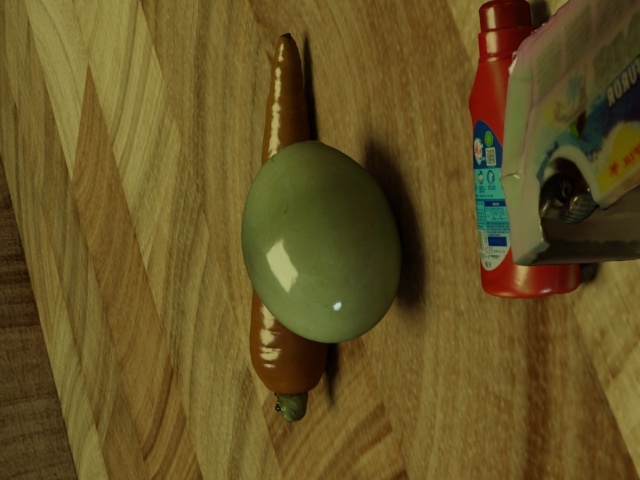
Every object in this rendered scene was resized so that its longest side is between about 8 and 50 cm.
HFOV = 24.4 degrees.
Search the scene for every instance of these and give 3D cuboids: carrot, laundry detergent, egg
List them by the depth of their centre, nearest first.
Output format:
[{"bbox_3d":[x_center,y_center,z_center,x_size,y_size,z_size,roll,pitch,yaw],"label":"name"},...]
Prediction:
[{"bbox_3d":[0.109,-0.052,0.832,0.097,0.049,0.165,-172,76,-74],"label":"laundry detergent"},{"bbox_3d":[0.000,0.000,1.066,0.114,0.114,0.152,123,137,-63],"label":"egg"},{"bbox_3d":[-0.030,-0.005,1.236,0.069,0.069,0.336,-149,54,-66],"label":"carrot"}]

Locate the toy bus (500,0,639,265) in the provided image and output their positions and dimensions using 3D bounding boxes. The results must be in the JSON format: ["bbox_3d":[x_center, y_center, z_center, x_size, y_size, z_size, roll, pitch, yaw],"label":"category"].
[{"bbox_3d":[0.158,-0.070,0.614,0.274,0.090,0.112,132,133,-67],"label":"toy bus"}]
